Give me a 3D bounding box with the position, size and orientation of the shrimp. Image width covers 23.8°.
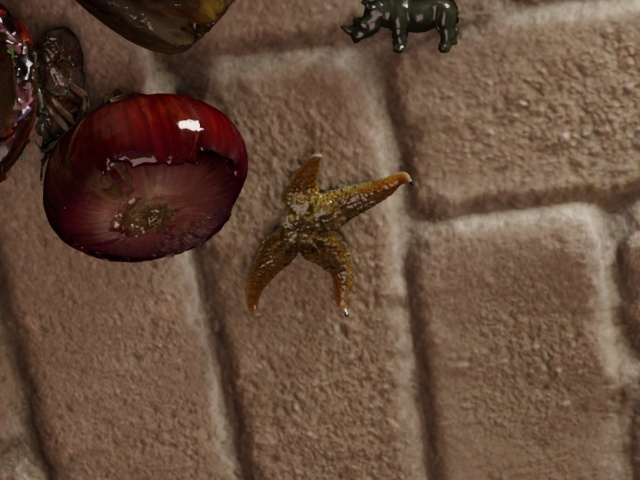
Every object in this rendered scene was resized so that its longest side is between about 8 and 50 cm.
[{"bbox_3d":[-0.307,-0.152,1.728,0.073,0.075,0.190,-8,130,-35],"label":"shrimp"}]

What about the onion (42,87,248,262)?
[{"bbox_3d":[-0.197,-0.074,1.716,0.248,0.161,0.248,0,141,0],"label":"onion"}]

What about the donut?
[{"bbox_3d":[-0.426,-0.158,1.651,0.270,0.103,0.269,0,88,7],"label":"donut"}]

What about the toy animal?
[{"bbox_3d":[0.090,-0.246,1.711,0.136,0.047,0.065,-2,112,0],"label":"toy animal"}]

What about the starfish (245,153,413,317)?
[{"bbox_3d":[0.001,-0.001,1.834,0.138,0.050,0.247,18,122,-12],"label":"starfish"}]

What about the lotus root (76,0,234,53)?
[{"bbox_3d":[-0.240,-0.324,1.637,0.329,0.078,0.167,33,109,-18],"label":"lotus root"}]
